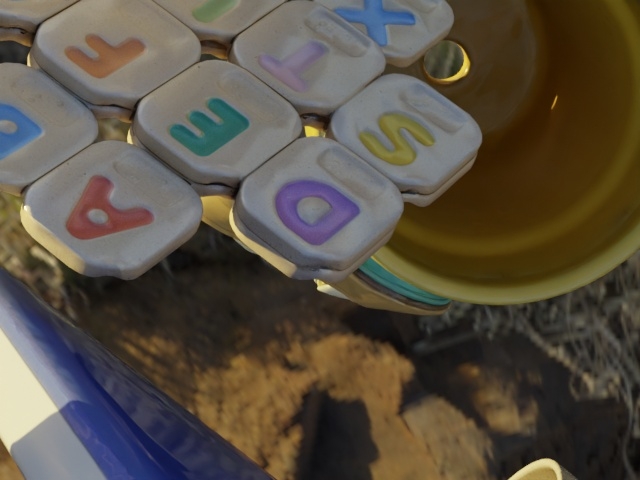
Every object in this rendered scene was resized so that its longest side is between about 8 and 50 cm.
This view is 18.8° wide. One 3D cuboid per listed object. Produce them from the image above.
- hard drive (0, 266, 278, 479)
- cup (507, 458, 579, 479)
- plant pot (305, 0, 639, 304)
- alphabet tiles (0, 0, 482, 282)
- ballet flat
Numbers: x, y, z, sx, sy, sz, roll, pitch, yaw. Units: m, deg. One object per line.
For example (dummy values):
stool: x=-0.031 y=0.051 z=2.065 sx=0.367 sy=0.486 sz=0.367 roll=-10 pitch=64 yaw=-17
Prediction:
hard drive: x=-0.033 y=0.115 z=0.724 sx=0.040 sy=0.210 sz=0.318 roll=-51 pitch=24 yaw=-3
cup: x=0.225 y=0.403 z=1.784 sx=0.237 sy=0.331 sz=0.331 roll=32 pitch=76 yaw=-5
plant pot: x=0.107 y=-0.108 z=1.337 sx=0.254 sy=0.239 sz=0.254 roll=-2 pitch=105 yaw=-7
alphabet tiles: x=-0.069 y=-0.096 z=0.856 sx=0.284 sy=0.021 sz=0.278 roll=38 pitch=44 yaw=13
ballet flat: x=0.000 y=0.000 z=1.505 sx=0.073 sy=0.232 sz=0.080 roll=-35 pitch=34 yaw=40
